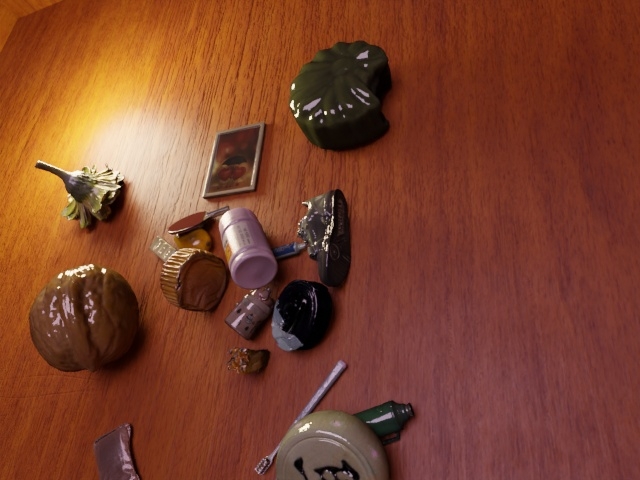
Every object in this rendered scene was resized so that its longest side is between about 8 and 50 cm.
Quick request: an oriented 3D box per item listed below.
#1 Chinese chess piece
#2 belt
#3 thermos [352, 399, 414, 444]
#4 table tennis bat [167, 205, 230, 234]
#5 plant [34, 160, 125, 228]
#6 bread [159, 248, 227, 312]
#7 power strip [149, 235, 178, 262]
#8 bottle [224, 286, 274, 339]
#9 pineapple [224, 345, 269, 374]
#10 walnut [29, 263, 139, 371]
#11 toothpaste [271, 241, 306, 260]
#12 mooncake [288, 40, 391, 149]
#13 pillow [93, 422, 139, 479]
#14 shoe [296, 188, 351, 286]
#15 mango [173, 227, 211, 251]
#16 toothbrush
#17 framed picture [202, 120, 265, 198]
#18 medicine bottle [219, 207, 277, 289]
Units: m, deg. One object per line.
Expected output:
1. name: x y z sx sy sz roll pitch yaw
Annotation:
1. Chinese chess piece: 0.024 0.497 1.015 0.250 0.101 0.250 1 94 19
2. belt: -0.055 0.200 1.247 0.151 0.078 0.198 22 95 39
3. thermos: 0.125 0.423 1.077 0.187 0.073 0.083 -25 56 12
4. table tennis bat: -0.408 -0.071 1.581 0.220 0.019 0.130 -20 26 1
5. plant: -0.910 -0.227 1.830 0.305 0.297 0.261 -11 29 37
6. bread: -0.379 0.115 1.398 0.104 0.199 0.199 10 69 33
7. power strip: -0.534 0.034 1.608 0.123 0.032 0.056 31 80 34
8. bottle: -0.192 0.198 1.334 0.099 0.099 0.152 26 69 33
9. pineapple: -0.195 0.316 1.275 0.137 0.116 0.069 176 98 -69
10. walnut: -0.718 0.241 1.442 0.332 0.333 0.333 -11 61 20
11. toothpaste: -0.131 0.040 1.417 0.197 0.035 0.057 -16 49 20
12. mooncake: 0.066 -0.465 1.494 0.351 0.187 0.351 -10 64 21
13. pillow: -0.576 0.637 1.321 0.135 0.034 0.211 -30 58 4
14. shoe: -0.002 -0.001 1.343 0.149 0.109 0.293 -11 62 32
15. mango: -0.428 0.000 1.561 0.187 0.066 0.101 18 73 40
16. toothbrush: -0.047 0.440 1.175 0.025 0.030 0.342 36 81 30
17. framed picture: -0.303 -0.287 1.674 0.211 0.020 0.290 -6 62 22
18. medicine bottle: -0.216 0.018 1.377 0.133 0.133 0.250 -34 41 6
